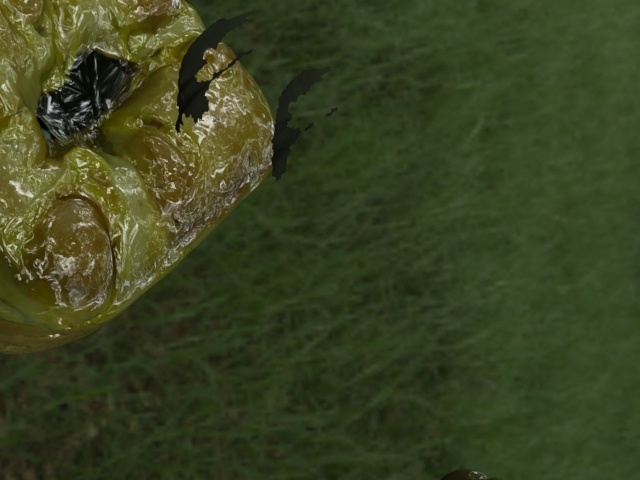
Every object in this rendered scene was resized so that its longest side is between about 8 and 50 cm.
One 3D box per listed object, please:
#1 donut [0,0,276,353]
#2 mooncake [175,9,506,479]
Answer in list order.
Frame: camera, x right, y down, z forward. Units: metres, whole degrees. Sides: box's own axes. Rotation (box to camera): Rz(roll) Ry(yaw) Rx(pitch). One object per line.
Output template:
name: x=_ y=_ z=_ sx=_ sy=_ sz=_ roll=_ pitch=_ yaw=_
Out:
donut: x=-0.150 y=-0.060 z=0.703 sx=0.208 sy=0.128 sz=0.261 roll=52 pitch=41 yaw=-2
mooncake: x=0.005 y=0.010 z=0.447 sx=0.347 sy=0.150 sz=0.057 roll=37 pitch=-20 yaw=54
